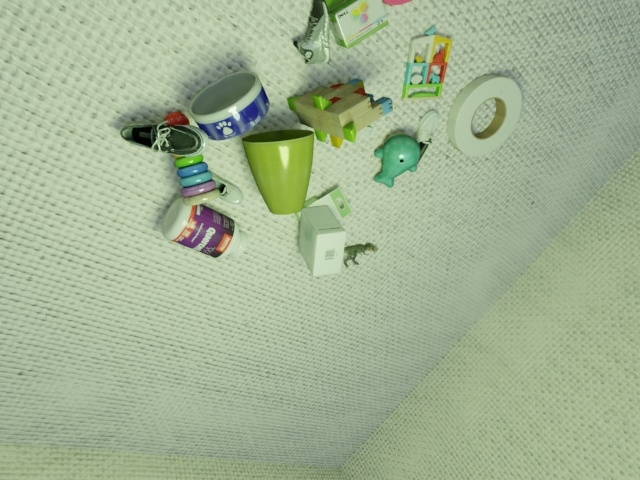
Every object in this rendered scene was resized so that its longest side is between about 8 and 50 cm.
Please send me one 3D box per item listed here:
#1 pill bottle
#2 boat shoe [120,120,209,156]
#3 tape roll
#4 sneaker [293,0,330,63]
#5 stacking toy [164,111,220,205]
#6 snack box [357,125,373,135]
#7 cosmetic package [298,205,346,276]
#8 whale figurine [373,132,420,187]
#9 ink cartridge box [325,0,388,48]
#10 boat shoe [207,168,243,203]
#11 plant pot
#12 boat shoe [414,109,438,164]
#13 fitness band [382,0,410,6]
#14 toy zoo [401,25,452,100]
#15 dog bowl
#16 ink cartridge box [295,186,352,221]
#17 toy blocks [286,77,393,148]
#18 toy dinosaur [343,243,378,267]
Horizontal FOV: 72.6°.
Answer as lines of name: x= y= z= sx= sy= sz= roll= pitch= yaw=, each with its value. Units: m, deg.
pill bottle: x=-0.464 y=-0.038 z=1.780 sx=0.322 sy=0.181 sz=0.182 roll=27 pitch=107 yaw=-37
boat shoe: x=-0.531 y=-0.348 z=1.472 sx=0.306 sy=0.105 sz=0.113 roll=16 pitch=109 yaw=13
tape roll: x=0.790 y=-0.596 z=2.095 sx=0.391 sy=0.072 sz=0.392 roll=-13 pitch=126 yaw=-18
sneaker: x=-0.037 y=-0.747 z=1.571 sx=0.132 sy=0.086 sz=0.229 roll=-16 pitch=128 yaw=-13
stacking toy: x=-0.479 y=-0.301 z=1.586 sx=0.141 sy=0.141 sz=0.331 roll=-18 pitch=107 yaw=-14
snack box: x=0.142 y=-0.479 z=1.805 sx=0.100 sy=0.141 sz=0.037 roll=1 pitch=121 yaw=-27
cosmetic package: x=0.000 y=0.000 z=1.941 sx=0.138 sy=0.225 sz=0.224 roll=-6 pitch=126 yaw=-19
whale figurine: x=0.342 y=-0.351 z=1.983 sx=0.216 sy=0.141 sz=0.272 roll=22 pitch=125 yaw=-10
ink cartridge box: x=0.109 y=-0.858 z=1.558 sx=0.188 sy=0.097 sz=0.255 roll=-33 pitch=131 yaw=-2
boat shoe: x=-0.402 y=-0.204 z=1.766 sx=0.226 sy=0.076 sz=0.083 roll=32 pitch=105 yaw=-38
plant pot: x=-0.147 y=-0.259 z=1.685 sx=0.274 sy=0.275 sz=0.294 roll=-13 pitch=113 yaw=-18
boat shoe: x=0.487 y=-0.470 z=2.021 sx=0.095 sy=0.084 sz=0.258 roll=6 pitch=119 yaw=-29
fitness band: x=0.310 y=-0.992 z=1.595 sx=0.290 sy=0.054 sz=0.209 roll=-28 pitch=130 yaw=-8
toy zoo: x=0.453 y=-0.747 z=1.849 sx=0.192 sy=0.030 sz=0.294 roll=-10 pitch=126 yaw=-21
dog bowl: x=-0.313 y=-0.467 z=1.505 sx=0.264 sy=0.265 sz=0.104 roll=-32 pitch=133 yaw=-3
ink cartridge box: x=0.012 y=-0.138 z=2.031 sx=0.235 sy=0.056 sz=0.171 roll=-34 pitch=130 yaw=-2
toy blocks: x=0.089 y=-0.513 z=1.646 sx=0.260 sy=0.381 sz=0.191 roll=-35 pitch=131 yaw=-20
toy dinosaur: x=0.165 y=0.074 z=2.252 sx=0.267 sy=0.064 sz=0.118 roll=-2 pitch=108 yaw=-25
